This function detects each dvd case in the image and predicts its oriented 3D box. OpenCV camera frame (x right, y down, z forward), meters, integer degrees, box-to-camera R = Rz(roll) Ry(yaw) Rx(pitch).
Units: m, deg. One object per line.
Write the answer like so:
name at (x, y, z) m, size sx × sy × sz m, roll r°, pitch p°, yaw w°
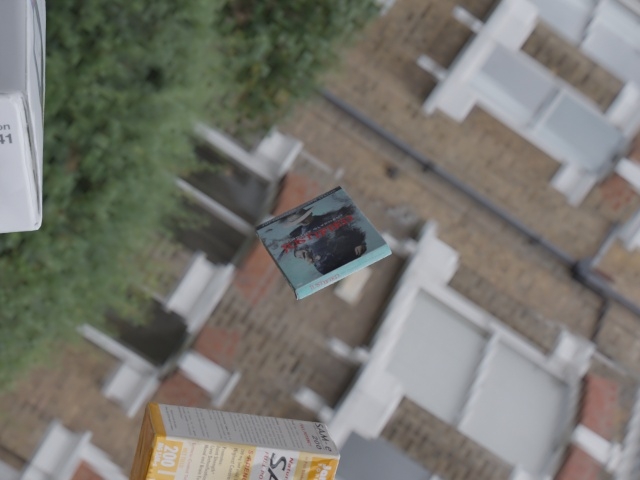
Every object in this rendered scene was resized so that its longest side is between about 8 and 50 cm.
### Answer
dvd case at (0.000, 0.000, 1.347) m, size 0.087 × 0.013 × 0.119 m, roll -26°, pitch -149°, yaw -6°

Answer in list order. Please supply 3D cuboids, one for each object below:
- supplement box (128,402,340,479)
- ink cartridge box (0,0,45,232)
supplement box at (-0.046, 0.123, 0.821) m, size 0.036 × 0.098 × 0.062 m, roll -121°, pitch -138°, yaw -64°
ink cartridge box at (-0.328, -0.138, 1.228) m, size 0.306 × 0.226 × 0.131 m, roll -101°, pitch -172°, yaw -49°
